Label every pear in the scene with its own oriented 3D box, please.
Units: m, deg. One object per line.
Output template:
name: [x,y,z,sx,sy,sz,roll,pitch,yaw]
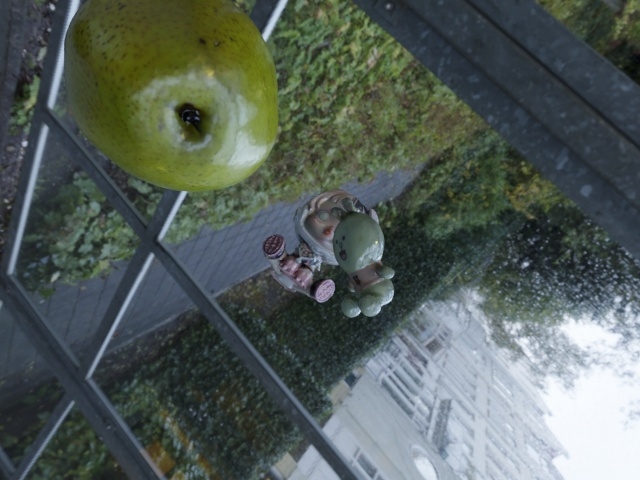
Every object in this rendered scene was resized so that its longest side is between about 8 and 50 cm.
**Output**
pear: [-0.131,-0.136,0.412,0.198,0.198,0.198,-41,169,-10]

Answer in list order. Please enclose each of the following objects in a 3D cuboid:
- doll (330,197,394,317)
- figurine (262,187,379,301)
doll: [0.093,0.042,0.995,0.113,0.274,0.155,4,155,-30]
figurine: [-0.007,-0.007,1.389,0.361,0.253,0.211,-49,-162,-14]
